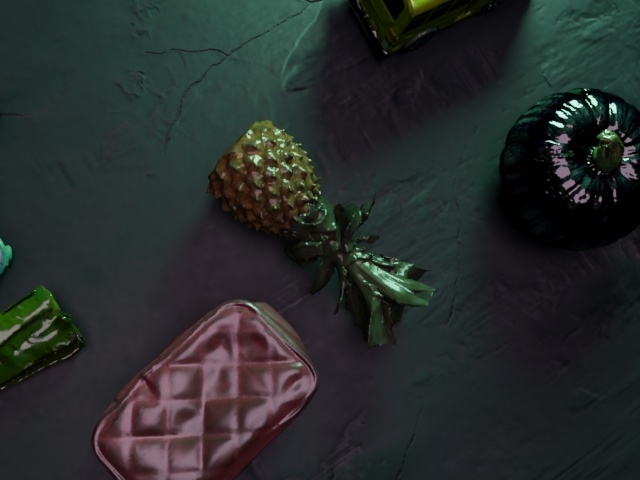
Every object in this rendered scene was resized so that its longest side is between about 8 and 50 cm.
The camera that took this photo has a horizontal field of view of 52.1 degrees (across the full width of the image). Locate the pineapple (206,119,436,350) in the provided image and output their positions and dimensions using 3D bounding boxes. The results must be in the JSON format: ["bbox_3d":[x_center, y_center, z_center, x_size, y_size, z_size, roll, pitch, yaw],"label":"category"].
[{"bbox_3d":[0.000,0.000,0.725,0.277,0.119,0.130,42,58,-3],"label":"pineapple"}]

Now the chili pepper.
[{"bbox_3d":[-0.414,0.169,0.651,0.359,0.076,0.085,-31,112,-13],"label":"chili pepper"}]

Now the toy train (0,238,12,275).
[{"bbox_3d":[-0.434,-0.057,0.658,0.194,0.120,0.298,-8,82,-6],"label":"toy train"}]

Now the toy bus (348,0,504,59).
[{"bbox_3d":[0.169,-0.341,0.789,0.262,0.150,0.128,-29,88,-13],"label":"toy bus"}]

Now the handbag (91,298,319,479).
[{"bbox_3d":[-0.113,0.164,0.669,0.225,0.135,0.146,-43,91,-9],"label":"handbag"}]

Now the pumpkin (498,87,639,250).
[{"bbox_3d":[0.308,-0.084,0.780,0.194,0.150,0.194,-9,110,-25],"label":"pumpkin"}]
